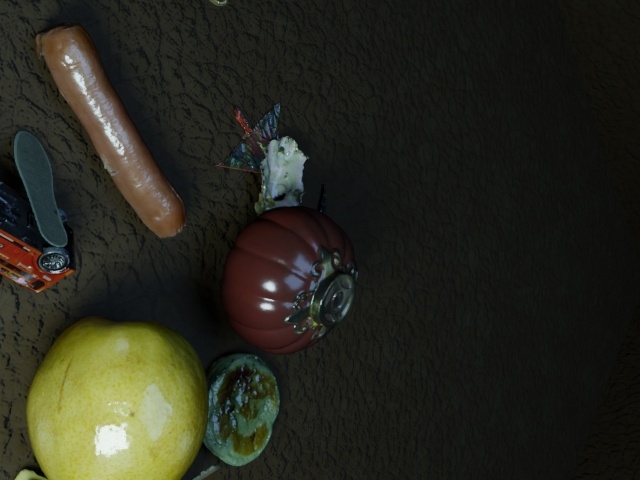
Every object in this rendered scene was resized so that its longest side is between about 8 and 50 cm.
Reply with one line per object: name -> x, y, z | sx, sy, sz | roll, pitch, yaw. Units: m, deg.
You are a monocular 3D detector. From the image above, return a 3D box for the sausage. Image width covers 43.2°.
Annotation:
sausage -> -0.354, -0.180, 1.409 | 0.094, 0.094, 0.419 | -32, 120, -11

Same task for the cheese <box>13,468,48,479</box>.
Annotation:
cheese -> -0.492, 0.460, 1.313 | 0.086, 0.036, 0.163 | 45, 58, -39

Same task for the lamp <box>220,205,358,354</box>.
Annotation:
lamp -> -0.062, 0.079, 1.621 | 0.303, 0.257, 0.303 | -27, 127, -43

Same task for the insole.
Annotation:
insole -> -0.441, -0.085, 1.268 | 0.080, 0.003, 0.232 | 28, 34, -57

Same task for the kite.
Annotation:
kite -> -0.138, -0.204, 1.720 | 0.232, 0.009, 0.189 | -55, 130, -32

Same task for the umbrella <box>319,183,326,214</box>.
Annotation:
umbrella -> -0.002, 0.001, 1.878 | 0.044, 0.044, 0.269 | 6, 77, -24

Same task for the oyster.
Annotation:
oyster -> -0.090, -0.123, 1.738 | 0.132, 0.072, 0.209 | 7, 74, -43

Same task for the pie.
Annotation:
pie -> -0.171, 0.349, 1.672 | 0.240, 0.054, 0.241 | 1, 89, -51

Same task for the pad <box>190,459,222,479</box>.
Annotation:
pad -> -0.317, 0.497, 1.374 | 0.286, 0.284, 0.018 | -24, 70, -47

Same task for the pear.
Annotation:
pear -> -0.321, 0.275, 1.311 | 0.314, 0.314, 0.315 | -3, 93, -49

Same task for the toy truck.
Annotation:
toy truck -> -0.492, -0.023, 1.223 | 0.252, 0.114, 0.108 | 40, 23, -43

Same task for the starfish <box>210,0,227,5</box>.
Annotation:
starfish -> -0.213, -0.531, 1.544 | 0.074, 0.146, 0.190 | -2, 82, -17
